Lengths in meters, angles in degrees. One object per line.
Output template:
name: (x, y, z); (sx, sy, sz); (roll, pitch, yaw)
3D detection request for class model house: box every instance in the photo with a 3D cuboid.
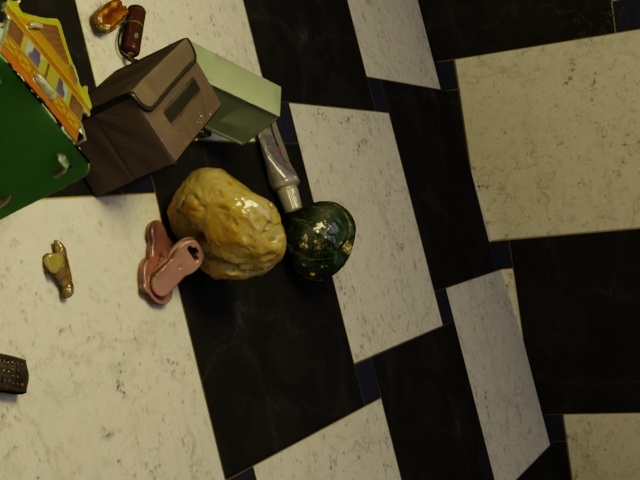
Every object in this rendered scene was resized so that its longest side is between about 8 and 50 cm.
model house: (-0.507, -0.253, 1.526); (0.358, 0.242, 0.313); (52, 17, -36)

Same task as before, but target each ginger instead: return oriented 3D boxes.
ginger: (-0.413, 0.044, 1.693); (0.048, 0.030, 0.097); (3, 72, -65)

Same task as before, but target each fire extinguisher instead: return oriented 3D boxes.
fire extinguisher: (-0.358, -0.391, 2.030); (0.056, 0.039, 0.132); (24, 53, -31)

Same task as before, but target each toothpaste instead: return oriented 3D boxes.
toothpaste: (-0.103, -0.193, 2.422); (0.099, 0.068, 0.282); (95, -24, -76)

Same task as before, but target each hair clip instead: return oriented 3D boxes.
hair clip: (-0.290, 0.046, 1.943); (0.138, 0.102, 0.123); (-51, 127, -20)

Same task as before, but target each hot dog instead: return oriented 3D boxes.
hot dog: (-0.393, -0.416, 1.984); (0.049, 0.037, 0.122); (54, 26, -15)

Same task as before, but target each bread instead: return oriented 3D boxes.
bread: (-0.182, -0.023, 1.989); (0.134, 0.244, 0.244); (-40, 116, -29)

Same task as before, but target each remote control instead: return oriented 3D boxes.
remote control: (-0.487, 0.177, 1.480); (0.212, 0.028, 0.059); (28, 48, -57)

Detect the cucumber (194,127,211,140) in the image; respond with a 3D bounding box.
cucumber: (-0.248, -0.277, 2.183); (0.053, 0.053, 0.181); (38, 41, -51)

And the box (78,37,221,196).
box: (-0.313, -0.217, 1.869); (0.153, 0.188, 0.252); (60, 27, -22)

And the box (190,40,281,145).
box: (-0.205, -0.289, 2.096); (0.225, 0.129, 0.086); (23, 53, -33)

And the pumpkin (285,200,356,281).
pumpkin: (0.000, -0.001, 2.391); (0.190, 0.146, 0.190); (-28, 133, -34)
